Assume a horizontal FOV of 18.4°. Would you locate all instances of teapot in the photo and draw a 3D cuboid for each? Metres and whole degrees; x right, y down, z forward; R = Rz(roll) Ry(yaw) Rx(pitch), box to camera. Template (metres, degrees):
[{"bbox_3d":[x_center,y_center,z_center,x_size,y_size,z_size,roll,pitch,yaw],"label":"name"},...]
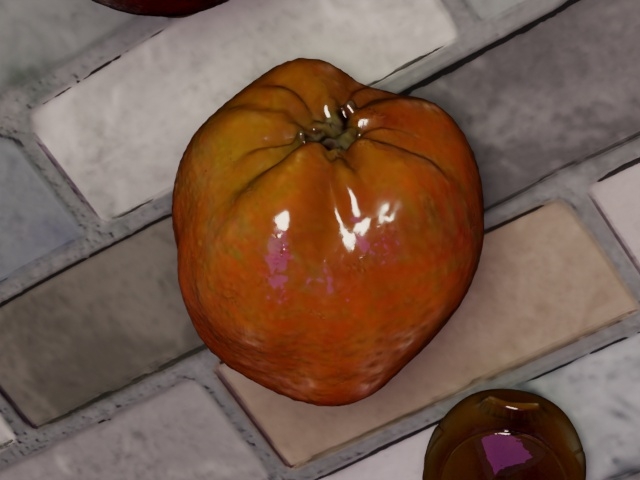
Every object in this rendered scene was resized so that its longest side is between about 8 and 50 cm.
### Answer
[{"bbox_3d":[0.110,0.143,1.185,0.098,0.078,0.129,10,120,5],"label":"teapot"}]

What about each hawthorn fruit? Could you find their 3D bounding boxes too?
[{"bbox_3d":[0.000,0.000,1.075,0.189,0.189,0.189,5,120,9],"label":"hawthorn fruit"}]

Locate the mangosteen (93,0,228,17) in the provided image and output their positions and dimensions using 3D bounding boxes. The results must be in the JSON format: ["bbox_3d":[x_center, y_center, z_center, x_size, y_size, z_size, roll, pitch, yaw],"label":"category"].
[{"bbox_3d":[-0.088,-0.195,0.986,0.200,0.200,0.200,5,120,9],"label":"mangosteen"}]
